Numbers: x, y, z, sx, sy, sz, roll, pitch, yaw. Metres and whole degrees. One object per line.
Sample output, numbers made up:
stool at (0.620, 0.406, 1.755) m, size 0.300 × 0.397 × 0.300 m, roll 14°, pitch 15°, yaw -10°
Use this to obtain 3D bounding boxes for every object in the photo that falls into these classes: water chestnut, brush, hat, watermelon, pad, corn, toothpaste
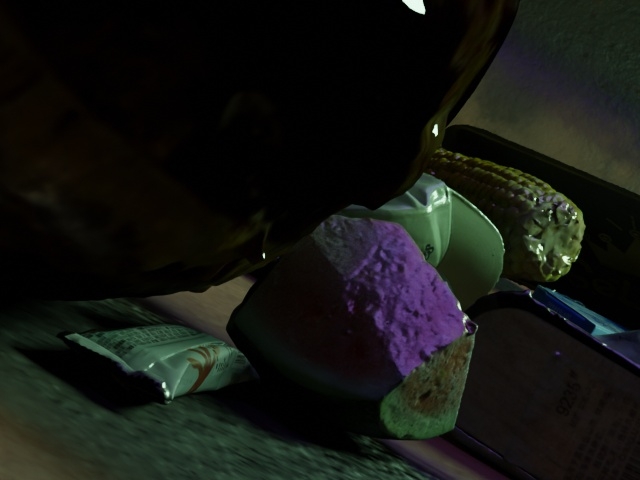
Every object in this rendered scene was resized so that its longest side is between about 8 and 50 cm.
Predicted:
water chestnut at (-0.090, -0.106, 0.570) m, size 0.300 × 0.300 × 0.300 m, roll 30°, pitch 5°, yaw -3°
brush at (0.191, 0.129, 0.763) m, size 0.327 × 0.070 × 0.065 m, roll 32°, pitch -5°, yaw 7°
hat at (0.044, -0.003, 1.281) m, size 0.166 × 0.081 × 0.122 m, roll 43°, pitch -39°, yaw -19°
watermelon at (0.016, 0.035, 0.639) m, size 0.084 × 0.072 × 0.092 m, roll 49°, pitch 5°, yaw 15°
pad at (0.257, 0.063, 1.524) m, size 0.375 × 0.063 × 0.315 m, roll 24°, pitch -22°, yaw 17°
corn at (0.099, -0.026, 1.423) m, size 0.097 × 0.097 × 0.320 m, roll 27°, pitch -3°, yaw -27°
toothpaste at (0.243, 0.100, 1.389) m, size 0.066 × 0.053 × 0.272 m, roll 34°, pitch 6°, yaw 40°

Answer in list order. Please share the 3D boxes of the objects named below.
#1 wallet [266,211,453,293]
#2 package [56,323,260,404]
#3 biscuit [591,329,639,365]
wallet at (0.000, 0.000, 1.058) m, size 0.165 × 0.042 × 0.309 m, roll 32°, pitch 5°, yaw 8°
package at (-0.046, 0.036, 0.549) m, size 0.037 × 0.015 × 0.110 m, roll 32°, pitch 6°, yaw 12°
biscuit at (0.266, 0.128, 1.094) m, size 0.186 × 0.079 × 0.309 m, roll 31°, pitch 5°, yaw 35°
